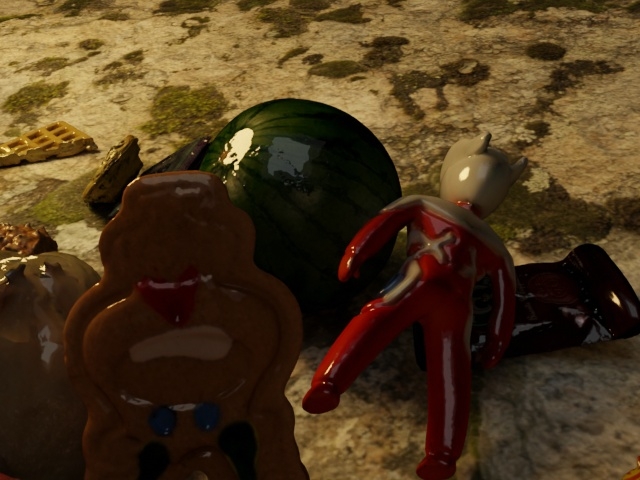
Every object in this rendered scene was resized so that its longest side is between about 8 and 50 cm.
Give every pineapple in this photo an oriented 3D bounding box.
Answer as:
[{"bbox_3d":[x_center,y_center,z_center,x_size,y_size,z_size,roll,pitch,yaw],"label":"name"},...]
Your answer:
[{"bbox_3d":[-0.467,0.025,0.978,0.277,0.119,0.130,5,11,7],"label":"pineapple"}]

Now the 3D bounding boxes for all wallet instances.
[{"bbox_3d":[-0.223,-0.083,1.132,0.166,0.030,0.111,-22,29,39],"label":"wallet"}]

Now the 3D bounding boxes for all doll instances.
[{"bbox_3d":[0.119,0.033,0.806,0.188,0.099,0.384,34,58,-8],"label":"doll"}]

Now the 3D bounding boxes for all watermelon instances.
[{"bbox_3d":[-0.024,-0.038,0.910,0.242,0.242,0.242,-4,35,3],"label":"watermelon"}]

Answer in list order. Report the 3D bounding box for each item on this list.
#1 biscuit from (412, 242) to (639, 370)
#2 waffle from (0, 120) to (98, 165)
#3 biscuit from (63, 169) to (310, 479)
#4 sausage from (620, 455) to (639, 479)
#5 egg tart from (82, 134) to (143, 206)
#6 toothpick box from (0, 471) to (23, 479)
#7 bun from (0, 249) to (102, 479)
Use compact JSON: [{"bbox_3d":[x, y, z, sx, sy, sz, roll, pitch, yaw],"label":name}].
[{"bbox_3d":[0.213,0.068,0.875,0.235,0.063,0.151,-7,34,3],"label":"biscuit"},{"bbox_3d":[-0.479,-0.136,1.319,0.191,0.032,0.125,-34,45,-31],"label":"waffle"},{"bbox_3d":[-0.114,0.108,0.676,0.202,0.334,0.047,-3,-2,-1],"label":"biscuit"},{"bbox_3d":[0.268,0.260,0.586,0.083,0.083,0.264,-1,33,7],"label":"sausage"},{"bbox_3d":[-0.302,-0.095,1.180,0.052,0.130,0.130,38,38,-11],"label":"egg tart"},{"bbox_3d":[-0.408,0.207,0.590,0.333,0.204,0.204,21,41,10],"label":"toothpick box"},{"bbox_3d":[-0.302,0.117,0.768,0.281,0.205,0.281,-4,37,3],"label":"bun"}]
